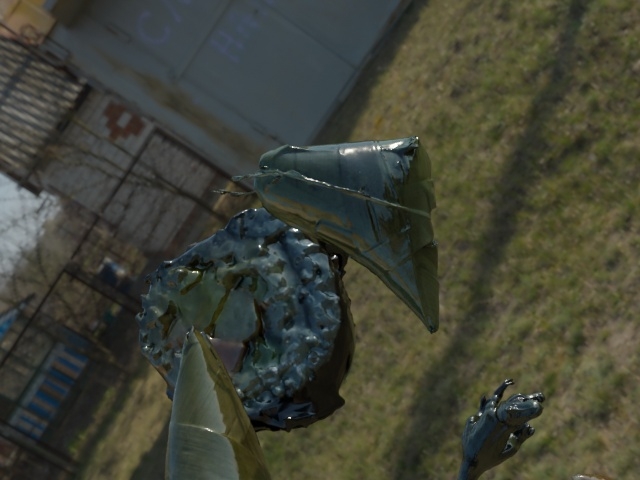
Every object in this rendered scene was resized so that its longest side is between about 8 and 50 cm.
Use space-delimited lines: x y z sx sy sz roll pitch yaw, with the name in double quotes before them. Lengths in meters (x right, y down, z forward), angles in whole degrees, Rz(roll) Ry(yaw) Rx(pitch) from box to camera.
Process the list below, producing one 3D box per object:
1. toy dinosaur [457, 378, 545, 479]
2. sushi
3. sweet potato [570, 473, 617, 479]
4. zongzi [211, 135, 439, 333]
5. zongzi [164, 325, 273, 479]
"toy dinosaur" 0.206 0.264 1.159 0.179 0.087 0.187 -39 -28 -40
"sushi" -0.067 0.093 0.975 0.219 0.239 0.225 110 150 -78
"sweet potato" 0.488 0.424 1.351 0.058 0.255 0.078 -54 -18 8
"zongzi" 0.000 0.000 0.598 0.062 0.154 0.130 61 -154 -78
"zongzi" -0.059 0.161 0.583 0.160 0.079 0.176 -150 57 -64
